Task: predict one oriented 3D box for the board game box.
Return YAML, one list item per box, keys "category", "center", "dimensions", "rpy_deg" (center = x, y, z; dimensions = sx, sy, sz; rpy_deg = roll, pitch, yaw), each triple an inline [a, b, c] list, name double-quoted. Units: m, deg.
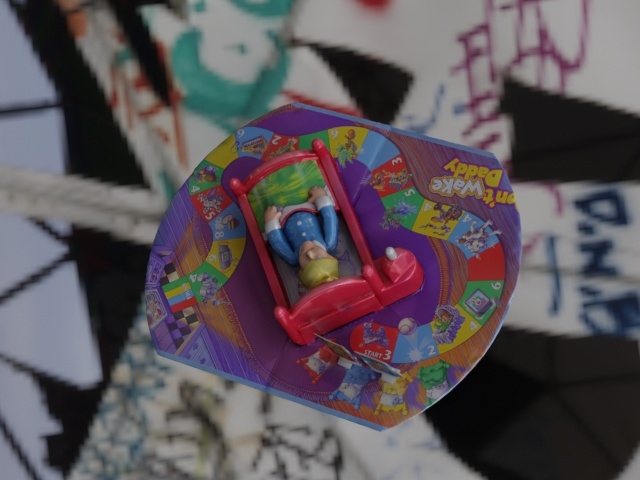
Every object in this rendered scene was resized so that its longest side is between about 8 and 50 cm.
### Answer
- category: "board game box"
  center: [0.000, 0.000, 0.781]
  dimensions: [0.133, 0.169, 0.033]
  rpy_deg: [-64, 153, -18]
